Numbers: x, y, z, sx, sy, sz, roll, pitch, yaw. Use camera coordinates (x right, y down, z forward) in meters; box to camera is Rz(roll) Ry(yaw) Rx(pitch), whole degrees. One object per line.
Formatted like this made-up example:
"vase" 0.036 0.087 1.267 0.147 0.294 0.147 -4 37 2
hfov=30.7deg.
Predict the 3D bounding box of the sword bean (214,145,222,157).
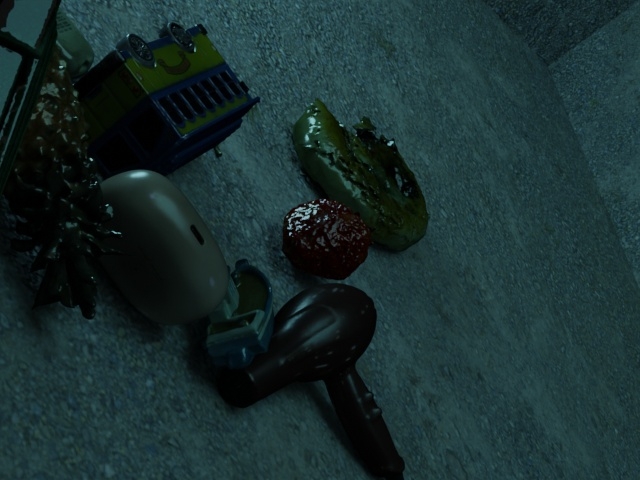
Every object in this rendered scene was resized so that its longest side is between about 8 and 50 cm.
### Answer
"sword bean" -0.168 -0.164 1.813 0.012 0.012 0.083 19 44 -52

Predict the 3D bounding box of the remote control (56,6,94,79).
"remote control" -0.417 -0.349 1.572 0.309 0.038 0.090 52 26 -5

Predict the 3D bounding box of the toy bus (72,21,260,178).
"toy bus" -0.218 -0.189 1.606 0.175 0.138 0.287 52 25 -3

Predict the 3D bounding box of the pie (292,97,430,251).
"pie" 0.086 -0.116 2.128 0.371 0.078 0.296 5 55 -60

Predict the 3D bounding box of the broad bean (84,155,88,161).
"broad bean" -0.323 -0.115 1.446 0.227 0.039 0.069 62 19 17

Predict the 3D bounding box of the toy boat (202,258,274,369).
"toy boat" -0.109 0.076 1.485 0.215 0.088 0.102 -83 157 -67

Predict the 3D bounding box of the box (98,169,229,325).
"box" -0.195 0.010 1.379 0.200 0.146 0.088 59 39 -18

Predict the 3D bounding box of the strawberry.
"strawberry" 0.004 -0.005 1.790 0.148 0.131 0.131 24 38 -60

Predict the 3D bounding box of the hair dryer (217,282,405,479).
"hair dryer" 0.024 0.241 1.578 0.312 0.123 0.340 -36 102 -55

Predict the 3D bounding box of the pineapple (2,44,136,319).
"pineapple" -0.300 -0.064 1.284 0.169 0.169 0.340 -4 63 -62

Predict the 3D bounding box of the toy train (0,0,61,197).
"toy train" -0.347 -0.130 1.111 0.138 0.178 0.330 19 70 -15
